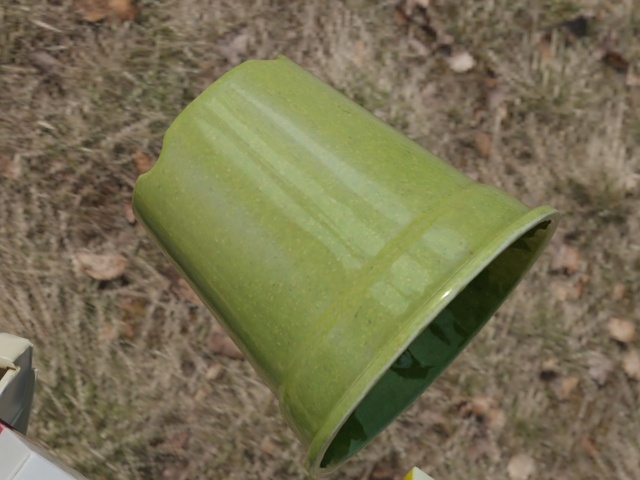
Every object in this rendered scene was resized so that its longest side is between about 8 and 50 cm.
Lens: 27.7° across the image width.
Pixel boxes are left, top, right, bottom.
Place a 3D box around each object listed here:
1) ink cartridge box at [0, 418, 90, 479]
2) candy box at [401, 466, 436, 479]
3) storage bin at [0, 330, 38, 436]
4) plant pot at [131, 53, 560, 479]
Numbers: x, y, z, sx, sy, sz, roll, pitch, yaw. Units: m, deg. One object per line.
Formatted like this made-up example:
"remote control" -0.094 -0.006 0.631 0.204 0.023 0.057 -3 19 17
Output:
"ink cartridge box" -0.158 0.233 0.904 0.237 0.172 0.100 41 76 -22
"candy box" 0.085 0.223 0.754 0.105 0.206 0.027 33 114 -8
"storage bin" -0.434 0.194 1.278 0.123 0.262 0.260 -57 163 -67
"plant pot" 0.000 0.000 1.014 0.276 0.254 0.276 -44 166 -14
